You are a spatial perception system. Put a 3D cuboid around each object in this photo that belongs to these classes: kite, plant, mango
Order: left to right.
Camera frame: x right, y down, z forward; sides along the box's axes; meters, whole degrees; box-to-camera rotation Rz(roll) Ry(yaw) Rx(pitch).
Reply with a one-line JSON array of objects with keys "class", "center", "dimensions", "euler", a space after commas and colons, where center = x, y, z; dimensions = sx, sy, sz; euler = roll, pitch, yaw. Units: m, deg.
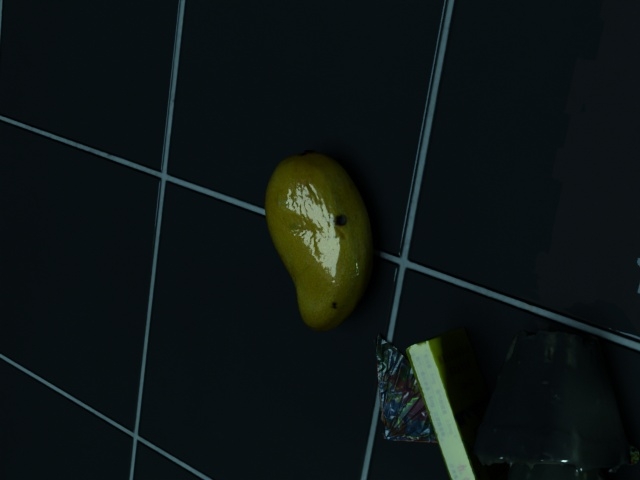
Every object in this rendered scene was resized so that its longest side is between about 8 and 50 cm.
[{"class": "mango", "center": [0.002, -0.002, 1.393], "dimensions": [0.157, 0.109, 0.262], "euler": [-8, 97, 29]}, {"class": "kite", "center": [0.147, 0.231, 1.375], "dimensions": [0.232, 0.009, 0.189], "euler": [46, 121, 22]}, {"class": "plant", "center": [0.282, 0.237, 1.170], "dimensions": [0.142, 0.164, 0.256], "euler": [-13, 68, 50]}]

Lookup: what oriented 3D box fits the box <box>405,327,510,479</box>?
[{"class": "box", "center": [0.195, 0.255, 1.244], "dimensions": [0.041, 0.153, 0.279], "euler": [-23, 82, 24]}]

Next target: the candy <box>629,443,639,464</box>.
[{"class": "candy", "center": [0.369, 0.240, 1.199], "dimensions": [0.025, 0.023, 0.083], "euler": [-49, 58, 41]}]
